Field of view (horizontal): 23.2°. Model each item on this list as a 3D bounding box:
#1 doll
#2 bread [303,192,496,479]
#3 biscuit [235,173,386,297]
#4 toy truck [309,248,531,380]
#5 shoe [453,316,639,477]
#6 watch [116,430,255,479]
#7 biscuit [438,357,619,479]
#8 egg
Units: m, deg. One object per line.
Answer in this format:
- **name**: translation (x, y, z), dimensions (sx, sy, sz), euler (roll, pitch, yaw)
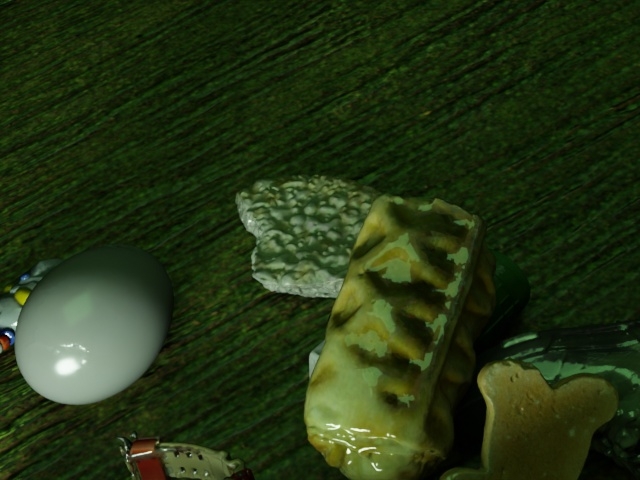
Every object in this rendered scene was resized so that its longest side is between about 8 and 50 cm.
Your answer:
- **doll**: translation (-0.336, 0.080, 1.731), dimensions (0.195, 0.062, 0.104), euler (-42, 9, -21)
- **bread**: translation (0.074, 0.101, 1.446), dimensions (0.152, 0.130, 0.267), euler (26, 62, -13)
- **biscuit**: translation (0.000, 0.000, 1.753), dimensions (0.188, 0.040, 0.265), euler (-39, 49, -26)
- **toy truck**: translation (0.103, 0.093, 1.596), dimensions (0.125, 0.101, 0.242), euler (34, 58, 27)
- **shoe**: translation (0.263, 0.164, 1.478), dimensions (0.293, 0.109, 0.149), euler (-14, 44, -3)
- **watch**: translation (-0.179, 0.260, 1.506), dimensions (0.268, 0.102, 0.165), euler (12, 42, 35)
- **biscuit**: translation (0.179, 0.225, 1.404), dimensions (0.153, 0.030, 0.234), euler (13, 84, -11)
- **egg**: translation (-0.234, 0.086, 1.641), dimensions (0.146, 0.146, 0.199), euler (21, 45, 29)
